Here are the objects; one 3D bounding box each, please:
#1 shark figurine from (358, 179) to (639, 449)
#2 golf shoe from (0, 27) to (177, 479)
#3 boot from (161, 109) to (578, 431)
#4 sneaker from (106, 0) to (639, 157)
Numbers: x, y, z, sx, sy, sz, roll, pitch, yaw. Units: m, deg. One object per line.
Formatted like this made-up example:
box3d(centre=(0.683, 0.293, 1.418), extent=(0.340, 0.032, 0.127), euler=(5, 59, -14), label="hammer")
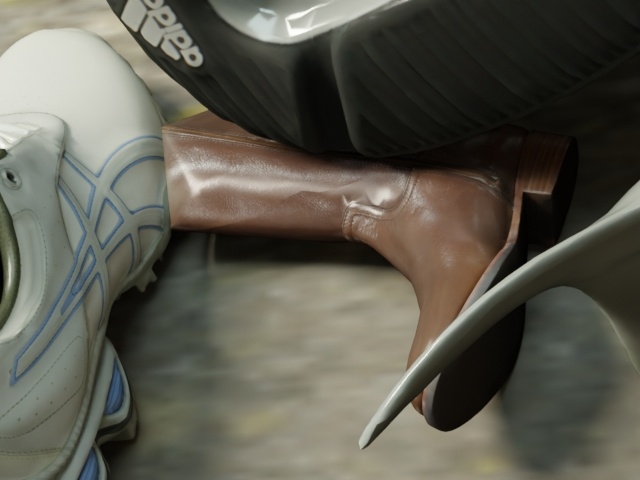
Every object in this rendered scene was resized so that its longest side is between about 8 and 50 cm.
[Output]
box3d(centre=(0.148, 0.008, 0.287), extent=(0.278, 0.166, 0.116), euler=(16, 28, 24), label="shark figurine")
box3d(centre=(-0.080, -0.010, 0.443), extent=(0.069, 0.086, 0.176), euler=(-11, 47, 10), label="golf shoe")
box3d(centre=(0.000, 0.000, 0.440), extent=(0.114, 0.037, 0.106), euler=(10, 41, 21), label="boot")
box3d(centre=(0.158, -0.187, 0.398), extent=(0.447, 0.169, 0.257), euler=(-14, 33, 32), label="sneaker")
